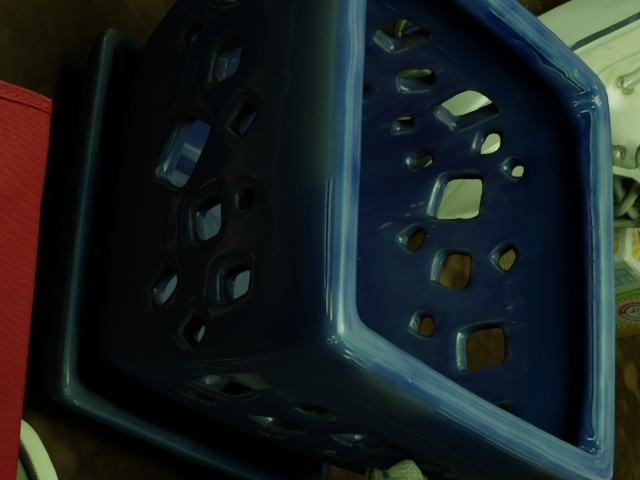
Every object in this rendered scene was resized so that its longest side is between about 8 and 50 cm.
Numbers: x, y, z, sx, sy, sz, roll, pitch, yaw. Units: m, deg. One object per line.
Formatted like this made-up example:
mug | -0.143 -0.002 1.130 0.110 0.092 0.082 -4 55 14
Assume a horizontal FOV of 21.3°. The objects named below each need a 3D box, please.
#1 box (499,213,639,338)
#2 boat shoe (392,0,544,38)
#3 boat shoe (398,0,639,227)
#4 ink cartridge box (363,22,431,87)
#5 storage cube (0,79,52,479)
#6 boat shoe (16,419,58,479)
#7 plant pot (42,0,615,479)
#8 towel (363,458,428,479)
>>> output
box | 0.199 -0.039 1.211 0.103 0.114 0.203 35 52 -41
boat shoe | 0.088 -0.149 1.058 0.183 0.066 0.066 2 71 -65
boat shoe | 0.201 -0.066 1.079 0.367 0.136 0.156 -27 69 -25
ink cartridge box | 0.053 -0.175 1.115 0.235 0.056 0.171 21 61 -47
storage cube | -0.221 0.034 0.542 0.184 0.215 0.193 19 69 -50
boat shoe | -0.162 0.200 0.640 0.091 0.109 0.305 25 54 -39
plant pot | 0.000 0.000 0.843 0.236 0.212 0.236 29 55 -44
towel | 0.050 0.292 0.844 0.324 0.056 0.312 66 21 -67
